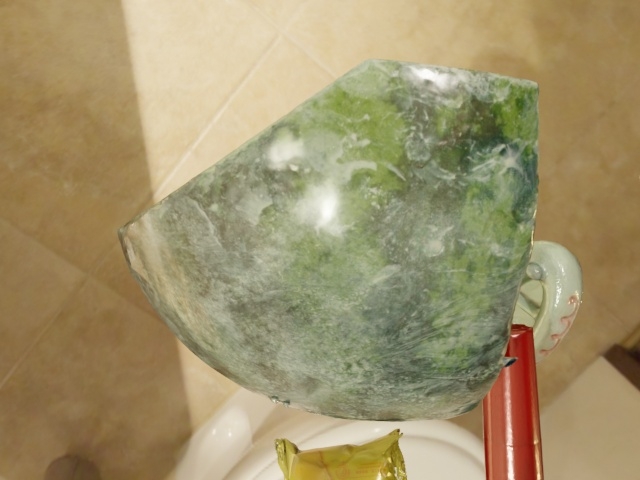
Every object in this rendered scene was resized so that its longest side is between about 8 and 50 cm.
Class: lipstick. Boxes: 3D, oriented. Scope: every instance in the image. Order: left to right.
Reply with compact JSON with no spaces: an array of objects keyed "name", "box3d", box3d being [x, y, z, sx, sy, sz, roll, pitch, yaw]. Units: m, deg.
[{"name":"lipstick","box3d":[0.231,0.242,0.829,0.073,0.073,0.279,-3,92,-7]}]

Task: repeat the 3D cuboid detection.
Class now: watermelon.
[{"name":"watermelon","box3d":[0.000,0.000,0.503,0.290,0.213,0.320,1,134,13]}]

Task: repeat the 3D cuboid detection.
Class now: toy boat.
[{"name":"toy boat","box3d":[0.289,0.093,0.983,0.079,0.134,0.207,-8,133,-39]}]

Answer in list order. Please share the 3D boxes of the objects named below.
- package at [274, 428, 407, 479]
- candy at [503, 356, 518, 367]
[{"name":"package","box3d":[0.031,0.376,1.041,0.226,0.090,0.168,-11,71,17]},{"name":"candy","box3d":[0.150,0.153,0.737,0.136,0.088,0.038,-21,69,-2]}]
